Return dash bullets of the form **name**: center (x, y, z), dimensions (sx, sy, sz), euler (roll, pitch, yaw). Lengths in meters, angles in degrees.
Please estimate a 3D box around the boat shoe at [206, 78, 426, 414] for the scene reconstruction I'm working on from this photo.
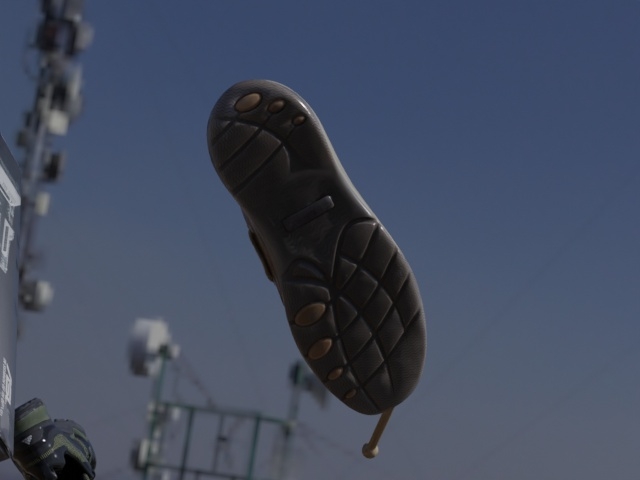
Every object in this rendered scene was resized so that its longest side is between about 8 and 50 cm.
- **boat shoe**: center (0.000, 0.000, 1.469), dimensions (0.123, 0.324, 0.116), euler (-23, 14, -3)

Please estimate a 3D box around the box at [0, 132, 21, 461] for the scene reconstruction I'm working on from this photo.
- **box**: center (-0.304, -0.016, 1.243), dimensions (0.076, 0.307, 0.242), euler (-14, -43, 7)

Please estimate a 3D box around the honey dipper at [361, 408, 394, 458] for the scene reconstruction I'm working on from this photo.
- **honey dipper**: center (0.072, 0.179, 1.739), dimensions (0.030, 0.030, 0.161), euler (10, -43, -8)

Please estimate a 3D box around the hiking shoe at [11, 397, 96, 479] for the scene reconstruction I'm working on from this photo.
- **hiking shoe**: center (-0.299, 0.260, 1.871), dimensions (0.086, 0.114, 0.227), euler (-31, -22, 0)
